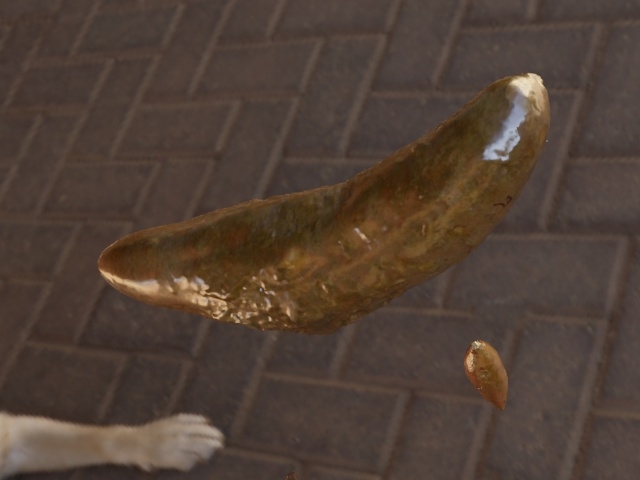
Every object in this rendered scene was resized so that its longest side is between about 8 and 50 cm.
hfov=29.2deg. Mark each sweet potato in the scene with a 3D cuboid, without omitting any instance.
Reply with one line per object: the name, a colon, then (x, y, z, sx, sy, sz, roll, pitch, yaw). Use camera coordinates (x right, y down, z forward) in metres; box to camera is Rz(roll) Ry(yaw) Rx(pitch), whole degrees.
sweet potato: (0.003, 0.003, 0.809, 0.341, 0.114, 0.092, -21, 2, 25)
sweet potato: (0.143, 0.114, 1.058, 0.034, 0.095, 0.034, -13, 43, 12)

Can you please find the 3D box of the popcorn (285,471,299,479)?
popcorn: (-0.067, 0.287, 0.542, 0.315, 0.281, 0.297, -23, 35, -28)
